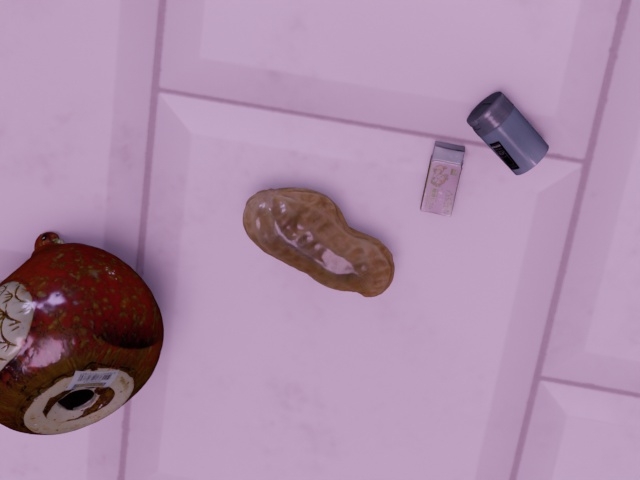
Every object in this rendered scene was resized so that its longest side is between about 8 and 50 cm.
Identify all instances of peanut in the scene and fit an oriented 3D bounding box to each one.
[{"bbox_3d":[0.000,0.000,1.577,0.194,0.083,0.093,27,80,-10],"label":"peanut"}]

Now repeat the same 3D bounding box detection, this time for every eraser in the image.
[{"bbox_3d":[0.140,-0.070,1.559,0.038,0.019,0.083,13,115,3],"label":"eraser"}]

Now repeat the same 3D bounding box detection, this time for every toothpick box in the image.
[{"bbox_3d":[0.208,-0.119,1.510,0.052,0.052,0.083,-39,105,21],"label":"toothpick box"}]

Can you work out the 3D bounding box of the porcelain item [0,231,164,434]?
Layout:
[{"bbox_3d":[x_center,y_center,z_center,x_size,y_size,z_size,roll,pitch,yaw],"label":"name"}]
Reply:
[{"bbox_3d":[-0.312,0.097,1.616,0.253,0.253,0.253,3,115,6],"label":"porcelain item"}]
